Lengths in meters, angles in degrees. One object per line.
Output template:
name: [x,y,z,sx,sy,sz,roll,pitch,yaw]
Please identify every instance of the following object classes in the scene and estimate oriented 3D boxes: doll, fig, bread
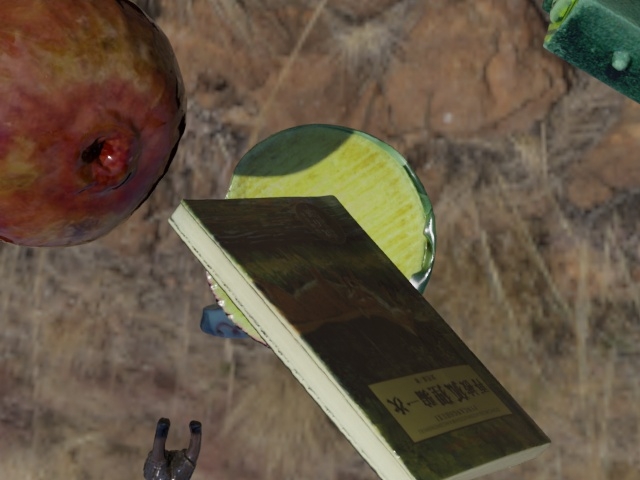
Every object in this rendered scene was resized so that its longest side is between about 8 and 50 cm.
doll: [-0.162,0.285,1.435,0.057,0.139,0.165,5,143,-23]
fig: [-0.199,-0.092,0.937,0.205,0.205,0.205,3,147,2]
bread: [0.000,0.000,1.291,0.229,0.228,0.033,13,-175,-14]

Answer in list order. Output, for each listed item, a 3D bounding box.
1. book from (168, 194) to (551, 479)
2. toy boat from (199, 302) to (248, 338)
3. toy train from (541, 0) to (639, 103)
book: [0.027,0.055,0.827,0.160,0.228,0.024,-4,136,-54]
toy boat: [-0.049,0.085,1.724,0.208,0.134,0.078,-13,104,28]
toy train: [0.373,-0.210,1.417,0.330,0.178,0.138,29,139,-7]
